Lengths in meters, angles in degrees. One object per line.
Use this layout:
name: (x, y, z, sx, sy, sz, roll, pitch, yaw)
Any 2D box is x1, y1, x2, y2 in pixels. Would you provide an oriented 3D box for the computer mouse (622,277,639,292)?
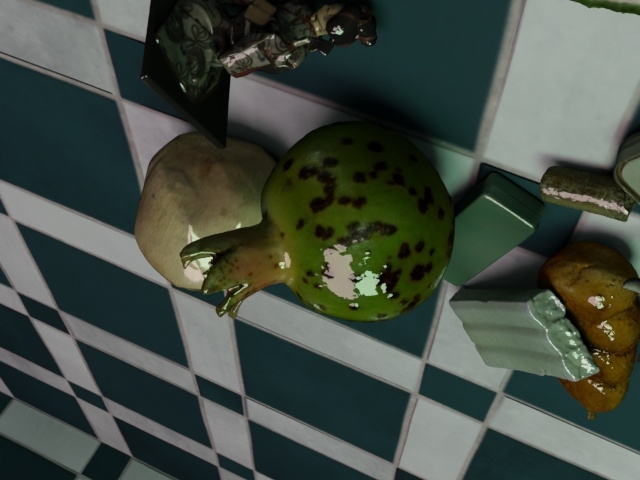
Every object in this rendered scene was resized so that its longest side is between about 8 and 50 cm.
computer mouse: (0.474, 0.090, 0.740, 0.379, 0.090, 0.167, 9, 146, 28)

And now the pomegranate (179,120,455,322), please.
pomegranate: (0.014, 0.009, 0.889, 0.231, 0.286, 0.231, 41, 165, 14)

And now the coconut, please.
coconut: (-0.142, -0.026, 1.058, 0.224, 0.224, 0.224, 21, 147, 14)

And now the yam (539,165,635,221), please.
yam: (0.276, -0.049, 0.824, 0.094, 0.043, 0.043, 16, 146, 24)

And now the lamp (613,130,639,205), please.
lamp: (0.441, -0.036, 0.700, 0.266, 0.047, 0.269, 41, 147, -16)

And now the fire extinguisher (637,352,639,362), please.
fire extinguisher: (0.462, 0.147, 0.947, 0.158, 0.043, 0.064, 16, 104, 20)

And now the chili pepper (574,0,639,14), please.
chili pepper: (0.199, -0.219, 0.626, 0.359, 0.076, 0.085, 24, 173, 9)

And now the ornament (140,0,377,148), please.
ornament: (-0.046, -0.209, 0.788, 0.196, 0.166, 0.153, -7, 158, 19)

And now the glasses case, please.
glasses case: (0.184, -0.008, 0.957, 0.077, 0.039, 0.184, 33, 149, -4)

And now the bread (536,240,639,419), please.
bread: (0.334, 0.125, 0.982, 0.124, 0.084, 0.344, 43, 163, 41)

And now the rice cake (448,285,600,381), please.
rice cake: (0.244, 0.114, 0.992, 0.127, 0.043, 0.237, 57, 166, -7)
